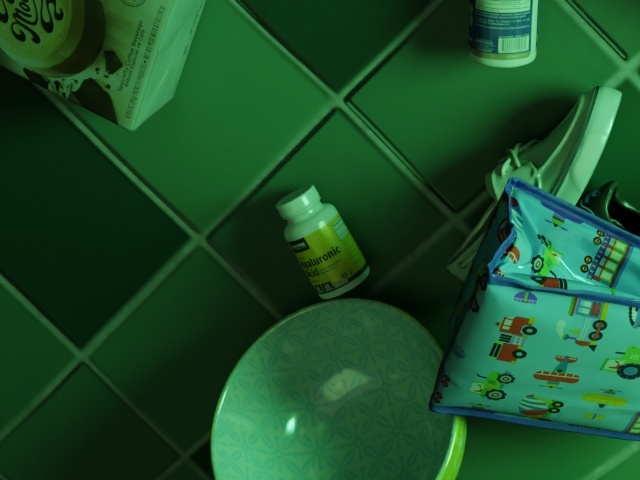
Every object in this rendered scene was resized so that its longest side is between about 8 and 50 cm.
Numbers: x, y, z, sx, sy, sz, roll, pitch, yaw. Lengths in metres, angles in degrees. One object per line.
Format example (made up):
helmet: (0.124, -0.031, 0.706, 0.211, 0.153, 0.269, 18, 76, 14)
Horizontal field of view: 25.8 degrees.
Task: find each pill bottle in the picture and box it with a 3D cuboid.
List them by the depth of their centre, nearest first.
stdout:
pill bottle: (0.176, -0.232, 1.343, 0.067, 0.067, 0.120, 7, 116, 17)
pill bottle: (0.000, 0.000, 1.522, 0.065, 0.065, 0.116, -24, 103, 28)

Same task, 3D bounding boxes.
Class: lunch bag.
lunch bag: (0.279, 0.098, 1.341, 0.293, 0.138, 0.221, 18, 139, 2)

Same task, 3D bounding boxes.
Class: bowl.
bowl: (0.041, 0.222, 1.542, 0.290, 0.289, 0.156, -8, 154, 24)

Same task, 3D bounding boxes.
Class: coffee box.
coffee box: (-0.283, -0.264, 1.469, 0.297, 0.119, 0.168, 26, 121, 7)

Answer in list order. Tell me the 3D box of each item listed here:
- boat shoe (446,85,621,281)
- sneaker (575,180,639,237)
boat shoe: (0.209, -0.053, 1.406, 0.088, 0.096, 0.267, 27, 129, 1)
sneaker: (0.348, 0.036, 1.398, 0.232, 0.081, 0.090, 36, 128, 3)
